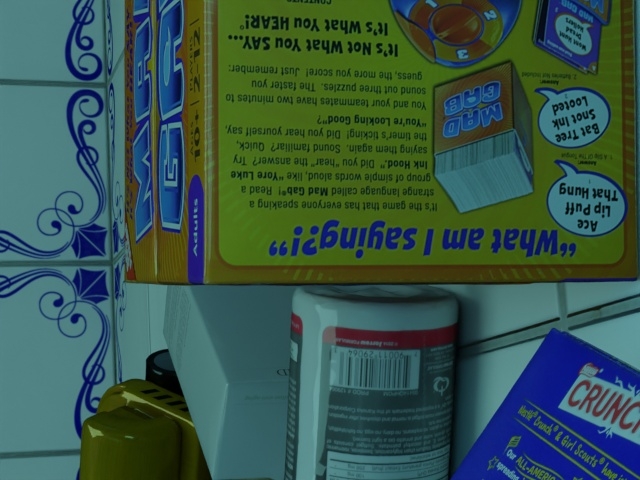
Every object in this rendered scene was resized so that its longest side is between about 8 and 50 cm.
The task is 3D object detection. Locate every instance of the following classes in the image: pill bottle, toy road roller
[{"bbox_3d":[0.051,0.207,1.402,0.176,0.176,0.318,-156,68,-71],"label":"pill bottle"},{"bbox_3d":[-0.189,0.308,1.875,0.329,0.240,0.202,19,114,33],"label":"toy road roller"}]

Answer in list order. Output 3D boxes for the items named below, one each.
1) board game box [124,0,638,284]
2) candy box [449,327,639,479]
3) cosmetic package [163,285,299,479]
[{"bbox_3d":[0.030,-0.138,1.168,0.356,0.356,0.356,174,96,-72],"label":"board game box"},{"bbox_3d":[0.168,0.245,0.901,0.317,0.122,0.268,-56,20,0],"label":"candy box"},{"bbox_3d":[-0.083,0.154,1.793,0.365,0.197,0.155,-125,39,-58],"label":"cosmetic package"}]
